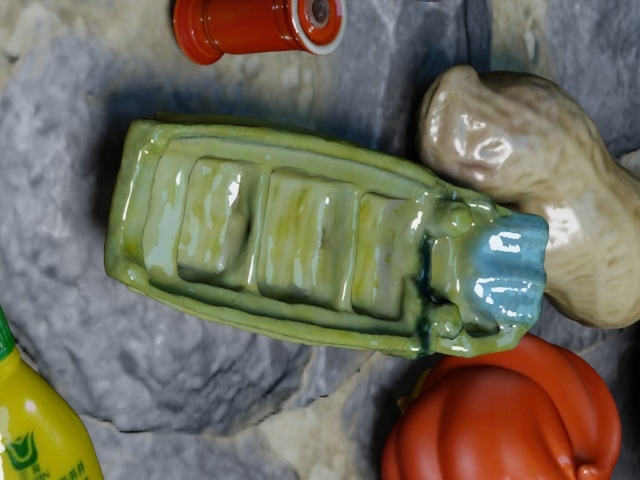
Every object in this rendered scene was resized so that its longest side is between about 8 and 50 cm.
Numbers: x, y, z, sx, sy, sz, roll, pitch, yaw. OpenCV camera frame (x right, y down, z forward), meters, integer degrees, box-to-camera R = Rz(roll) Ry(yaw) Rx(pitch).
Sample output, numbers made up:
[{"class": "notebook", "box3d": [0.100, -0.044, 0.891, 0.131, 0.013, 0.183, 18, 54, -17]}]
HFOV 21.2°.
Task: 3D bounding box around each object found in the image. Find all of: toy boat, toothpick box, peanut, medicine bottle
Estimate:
[{"class": "toy boat", "box3d": [-0.003, 0.000, 0.903, 0.276, 0.084, 0.111, 11, 88, -38]}, {"class": "toothpick box", "box3d": [-0.032, -0.114, 0.860, 0.047, 0.083, 0.047, 0, 90, -53]}, {"class": "peanut", "box3d": [0.136, -0.029, 1.025, 0.104, 0.085, 0.228, -52, 125, -13]}, {"class": "medicine bottle", "box3d": [-0.155, 0.081, 0.779, 0.095, 0.064, 0.261, -27, 113, -32]}]

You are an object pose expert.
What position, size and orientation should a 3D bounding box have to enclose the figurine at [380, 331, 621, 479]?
[{"class": "figurine", "box3d": [0.121, 0.200, 0.974, 0.208, 0.181, 0.257, -37, 114, -19]}]
